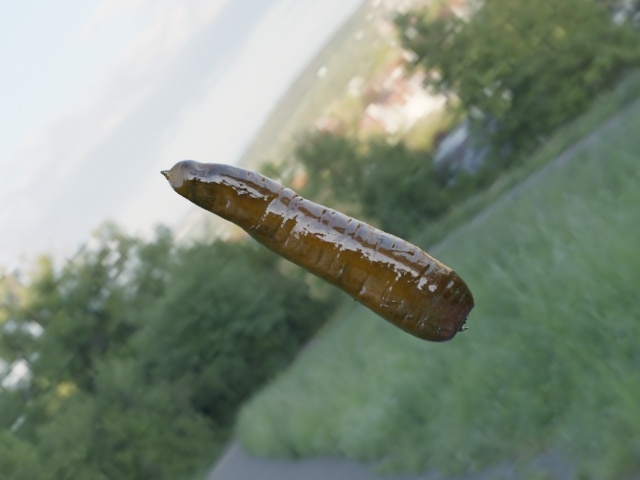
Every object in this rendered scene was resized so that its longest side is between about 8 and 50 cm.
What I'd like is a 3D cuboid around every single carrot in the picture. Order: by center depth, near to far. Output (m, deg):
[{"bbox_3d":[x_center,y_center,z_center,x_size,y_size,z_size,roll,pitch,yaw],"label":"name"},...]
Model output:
[{"bbox_3d":[0.000,0.000,1.011,0.059,0.248,0.059,-62,-1,-1],"label":"carrot"}]
